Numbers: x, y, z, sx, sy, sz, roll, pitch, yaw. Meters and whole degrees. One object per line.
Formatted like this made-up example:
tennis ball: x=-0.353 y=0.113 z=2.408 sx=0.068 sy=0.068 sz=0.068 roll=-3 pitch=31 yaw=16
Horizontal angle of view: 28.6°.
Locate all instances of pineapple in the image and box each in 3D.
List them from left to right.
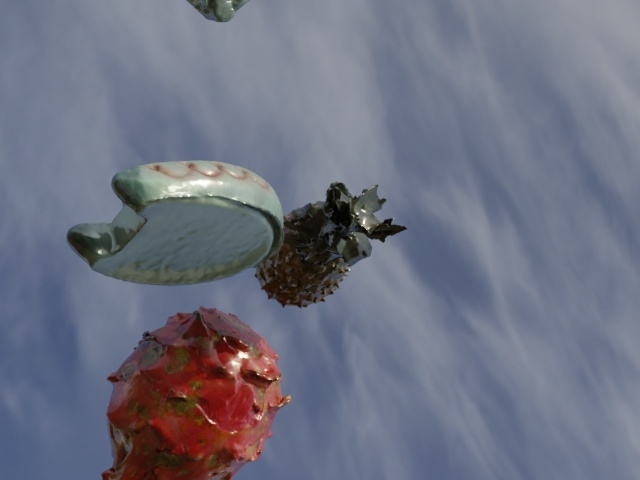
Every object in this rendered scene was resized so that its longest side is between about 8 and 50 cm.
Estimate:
pineapple: x=0.000 y=0.000 z=1.412 sx=0.125 sy=0.125 sz=0.251 roll=37 pitch=-25 yaw=-7

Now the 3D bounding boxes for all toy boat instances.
toy boat: x=-0.122 y=-0.024 z=1.112 sx=0.134 sy=0.207 sz=0.079 roll=-48 pitch=-124 yaw=32

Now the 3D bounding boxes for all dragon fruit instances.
dragon fruit: x=-0.162 y=0.208 z=1.508 sx=0.205 sy=0.210 sz=0.268 roll=40 pitch=-111 yaw=-9

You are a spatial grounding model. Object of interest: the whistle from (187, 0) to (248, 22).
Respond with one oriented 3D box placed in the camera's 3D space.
whistle: x=-0.085 y=-0.221 z=0.698 sx=0.122 sy=0.123 sz=0.223 roll=-15 pitch=-55 yaw=15
